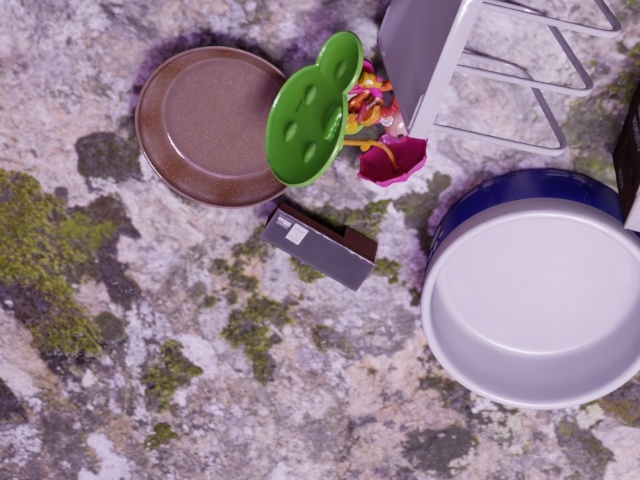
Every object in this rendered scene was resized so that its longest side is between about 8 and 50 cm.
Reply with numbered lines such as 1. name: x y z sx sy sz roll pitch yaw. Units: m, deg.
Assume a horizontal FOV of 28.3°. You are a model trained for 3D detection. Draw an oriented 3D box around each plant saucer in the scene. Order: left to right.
1. plant saucer: -0.106 -0.129 1.411 0.198 0.036 0.199 4 122 7

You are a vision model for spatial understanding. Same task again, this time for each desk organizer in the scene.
1. desk organizer: 0.000 0.000 1.464 0.130 0.050 0.047 30 120 -10

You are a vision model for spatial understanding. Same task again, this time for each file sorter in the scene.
1. file sorter: 0.189 -0.248 1.195 0.173 0.193 0.278 9 125 -16

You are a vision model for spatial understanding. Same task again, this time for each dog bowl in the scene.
1. dog bowl: 0.248 0.056 1.430 0.265 0.104 0.265 4 122 6

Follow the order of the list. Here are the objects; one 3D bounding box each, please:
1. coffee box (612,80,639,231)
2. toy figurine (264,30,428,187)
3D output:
1. coffee box: 0.461 -0.061 1.291 0.297 0.168 0.119 14 122 -1
2. toy figurine: 0.052 -0.124 1.344 0.159 0.130 0.173 12 115 -39
